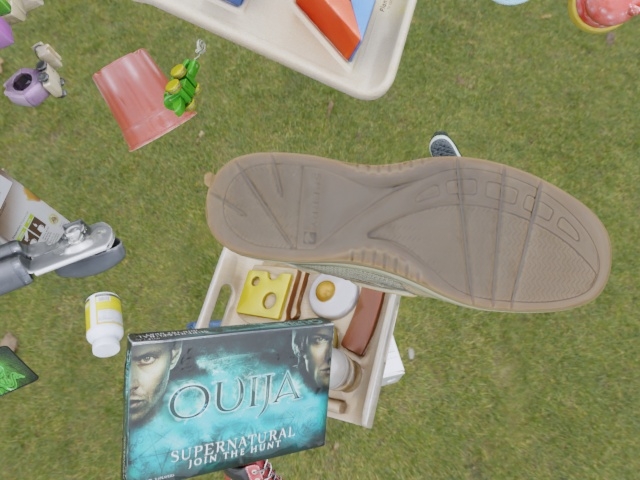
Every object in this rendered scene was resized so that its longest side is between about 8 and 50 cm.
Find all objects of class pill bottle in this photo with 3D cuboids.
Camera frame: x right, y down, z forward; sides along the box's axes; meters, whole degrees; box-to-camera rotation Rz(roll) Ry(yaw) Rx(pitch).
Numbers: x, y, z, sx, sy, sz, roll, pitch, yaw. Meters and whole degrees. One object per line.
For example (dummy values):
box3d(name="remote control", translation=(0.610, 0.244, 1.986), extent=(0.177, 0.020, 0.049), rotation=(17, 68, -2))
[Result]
box3d(name="pill bottle", translation=(-0.651, 0.253, 1.512), extent=(0.103, 0.103, 0.184), rotation=(-19, 52, -6))

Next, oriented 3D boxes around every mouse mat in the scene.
box3d(name="mouse mat", translation=(-0.764, 0.308, 1.150), extent=(0.190, 0.153, 0.007), rotation=(22, 118, 33))

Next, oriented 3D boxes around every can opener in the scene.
box3d(name="can opener", translation=(-0.419, 0.054, 0.699), extent=(0.284, 0.095, 0.076), rotation=(-24, 42, -16))

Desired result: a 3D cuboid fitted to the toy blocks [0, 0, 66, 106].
box3d(name="toy blocks", translation=(-0.702, -0.413, 0.937), extent=(0.260, 0.309, 0.288), rotation=(-20, 68, 3))

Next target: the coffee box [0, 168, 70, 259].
box3d(name="coffee box", translation=(-0.537, -0.049, 0.766), extent=(0.141, 0.246, 0.098), rotation=(-13, 50, 22))

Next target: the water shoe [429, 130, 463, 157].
box3d(name="water shoe", translation=(0.325, -0.171, 1.192), extent=(0.073, 0.080, 0.203), rotation=(-19, 116, 26))

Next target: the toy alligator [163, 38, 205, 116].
box3d(name="toy alligator", translation=(-0.253, -0.295, 0.919), extent=(0.052, 0.056, 0.189), rotation=(-8, 57, 24))

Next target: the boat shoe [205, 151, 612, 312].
box3d(name="boat shoe", translation=(0.066, -0.006, 0.405), extent=(0.303, 0.098, 0.109), rotation=(7, 83, 4))

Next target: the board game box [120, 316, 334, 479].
box3d(name="board game box", translation=(-0.075, 0.137, 0.444), extent=(0.186, 0.026, 0.126), rotation=(0, 98, -32))

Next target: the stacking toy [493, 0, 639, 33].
box3d(name="stacking toy", translation=(0.441, -0.524, 0.863), extent=(0.309, 0.130, 0.279), rotation=(18, 119, 8))

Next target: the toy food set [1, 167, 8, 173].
box3d(name="toy food set", translation=(-0.671, -0.056, 1.039), extent=(0.039, 0.132, 0.191), rotation=(12, 88, -15))

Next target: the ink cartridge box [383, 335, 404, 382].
box3d(name="ink cartridge box", translation=(0.132, 0.269, 1.481), extent=(0.131, 0.226, 0.306), rotation=(-13, 66, -3))

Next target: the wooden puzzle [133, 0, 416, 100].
box3d(name="wooden puzzle", translation=(-0.030, -0.385, 0.665), extent=(0.348, 0.080, 0.321), rotation=(20, 69, -7))

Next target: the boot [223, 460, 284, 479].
box3d(name="boot", translation=(-0.065, 0.446, 0.873), extent=(0.245, 0.088, 0.176), rotation=(10, 119, 21))

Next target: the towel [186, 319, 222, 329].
box3d(name="towel", translation=(-0.190, 0.167, 0.955), extent=(0.120, 0.067, 0.029), rotation=(1, 76, -25))

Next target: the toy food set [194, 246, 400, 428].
box3d(name="toy food set", translation=(-0.041, 0.100, 0.664), extent=(0.306, 0.092, 0.219), rotation=(3, 68, 34))

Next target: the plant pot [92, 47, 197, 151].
box3d(name="plant pot", translation=(-0.609, -0.486, 1.711), extent=(0.273, 0.272, 0.265), rotation=(-33, 112, -9))
